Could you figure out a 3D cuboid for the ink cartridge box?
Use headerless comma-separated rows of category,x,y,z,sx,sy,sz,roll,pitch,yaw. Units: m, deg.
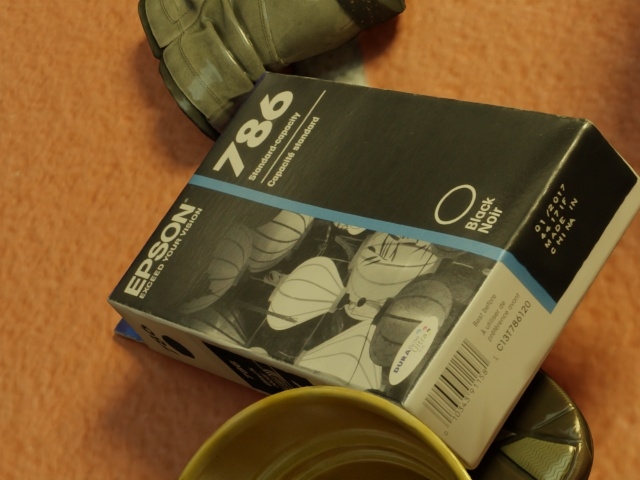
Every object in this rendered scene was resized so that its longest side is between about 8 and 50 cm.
ink cartridge box,0.000,0.000,0.976,0.332,0.065,0.165,12,64,53

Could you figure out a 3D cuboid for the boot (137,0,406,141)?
boot,-0.052,-0.187,1.187,0.161,0.083,0.246,-30,46,16

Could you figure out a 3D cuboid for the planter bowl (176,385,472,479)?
planter bowl,0.024,0.178,0.853,0.217,0.090,0.217,-9,76,40

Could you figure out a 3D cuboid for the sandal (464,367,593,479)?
sandal,0.076,0.068,0.937,0.090,0.060,0.219,-44,39,2
